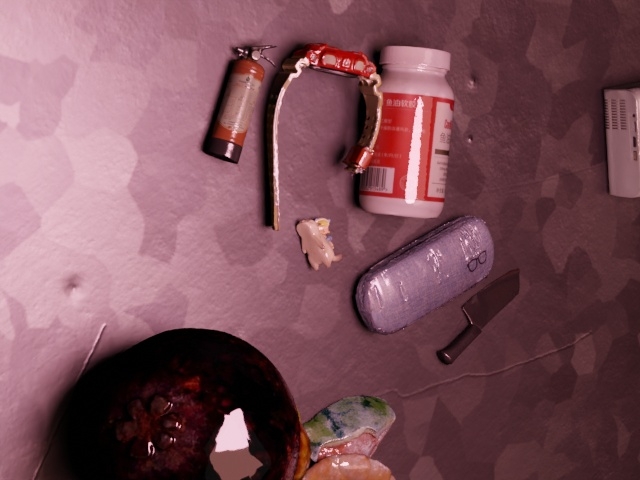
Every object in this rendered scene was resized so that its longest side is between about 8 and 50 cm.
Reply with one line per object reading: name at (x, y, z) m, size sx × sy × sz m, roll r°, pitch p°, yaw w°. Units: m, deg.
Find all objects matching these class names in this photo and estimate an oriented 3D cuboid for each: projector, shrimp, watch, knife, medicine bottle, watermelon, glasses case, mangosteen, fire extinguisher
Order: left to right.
mangosteen at (-0.165, 0.254, 1.679) m, size 0.297 × 0.313 × 0.297 m, roll 0°, pitch 97°, yaw 4°
fire extinguisher at (-0.109, -0.196, 1.795) m, size 0.062 × 0.050 × 0.177 m, roll 19°, pitch 84°, yaw -19°
watch at (0.003, -0.150, 1.862) m, size 0.165 × 0.102 × 0.268 m, roll -1°, pitch 98°, yaw -20°
watermelon at (0.055, 0.318, 1.978) m, size 0.187 × 0.071 × 0.139 m, roll -17°, pitch 110°, yaw -36°
shrimp at (0.062, 0.449, 1.968) m, size 0.168 × 0.077 × 0.317 m, roll -25°, pitch 120°, yaw -2°
medicine bottle at (0.132, -0.160, 1.936) m, size 0.131 × 0.131 × 0.250 m, roll 4°, pitch 93°, yaw -38°
glasses case at (0.169, 0.053, 2.032) m, size 0.282 × 0.067 × 0.109 m, roll -29°, pitch 110°, yaw -34°
knife at (0.267, 0.118, 2.148) m, size 0.230 × 0.028 × 0.060 m, roll -41°, pitch 106°, yaw -29°
projector at (0.623, -0.196, 2.335) m, size 0.250 × 0.108 × 0.198 m, roll -15°, pitch 105°, yaw -34°

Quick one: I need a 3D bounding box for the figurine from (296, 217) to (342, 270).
figurine at (0.000, 0.000, 1.913) m, size 0.050 × 0.047 × 0.083 m, roll -35°, pitch 109°, yaw -46°
